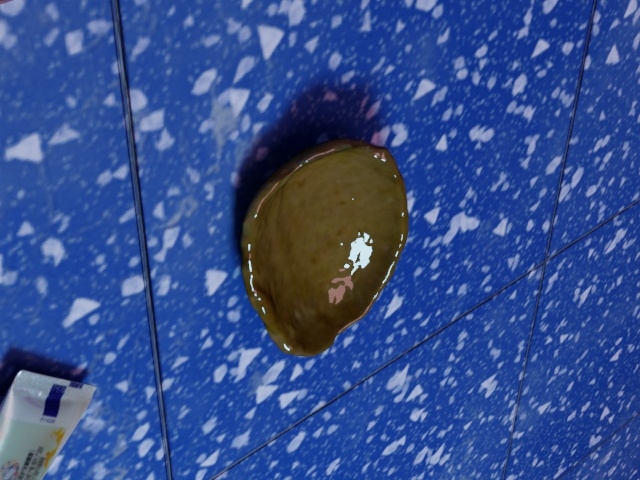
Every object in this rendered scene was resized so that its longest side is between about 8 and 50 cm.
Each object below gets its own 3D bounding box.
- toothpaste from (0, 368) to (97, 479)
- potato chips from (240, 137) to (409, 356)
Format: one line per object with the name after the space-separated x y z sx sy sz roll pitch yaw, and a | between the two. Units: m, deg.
-0.258 0.229 0.742 0.056 0.058 0.314 30 91 -11 | toothpaste
0.000 0.000 0.844 0.150 0.049 0.202 -37 143 -16 | potato chips
